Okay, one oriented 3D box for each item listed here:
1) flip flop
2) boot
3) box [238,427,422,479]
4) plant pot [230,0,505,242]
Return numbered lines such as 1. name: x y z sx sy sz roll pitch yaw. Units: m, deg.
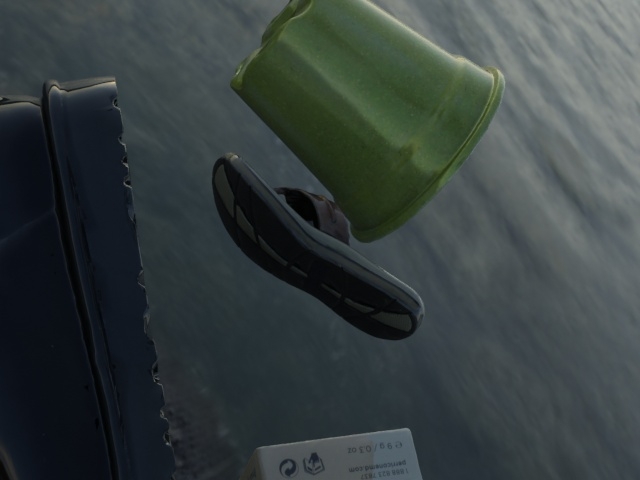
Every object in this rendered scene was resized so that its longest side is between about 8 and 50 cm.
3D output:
1. flip flop: 0.000 0.000 1.036 0.277 0.112 0.080 34 56 3
2. boot: -0.208 0.086 0.452 0.260 0.131 0.348 -7 76 -15
3. box: 0.026 0.307 0.677 0.121 0.148 0.311 -4 60 -17
4. plant pot: 0.039 -0.181 1.187 0.254 0.276 0.276 38 33 -15
